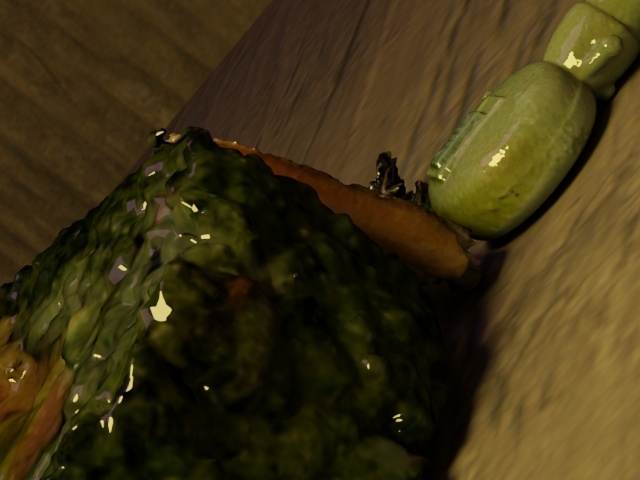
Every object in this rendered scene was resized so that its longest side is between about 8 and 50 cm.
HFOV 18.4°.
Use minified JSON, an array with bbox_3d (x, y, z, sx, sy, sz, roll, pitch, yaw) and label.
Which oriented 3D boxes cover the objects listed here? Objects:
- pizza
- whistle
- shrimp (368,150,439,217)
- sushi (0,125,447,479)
[{"bbox_3d":[0.000,0.000,1.075,0.195,0.185,0.052,63,-131,-78],"label":"pizza"},{"bbox_3d":[0.126,-0.088,1.043,0.198,0.057,0.104,-54,11,0],"label":"whistle"},{"bbox_3d":[0.045,-0.001,1.194,0.091,0.034,0.161,-30,29,34],"label":"shrimp"},{"bbox_3d":[-0.100,0.127,0.971,0.352,0.178,0.294,-32,29,55],"label":"sushi"}]
